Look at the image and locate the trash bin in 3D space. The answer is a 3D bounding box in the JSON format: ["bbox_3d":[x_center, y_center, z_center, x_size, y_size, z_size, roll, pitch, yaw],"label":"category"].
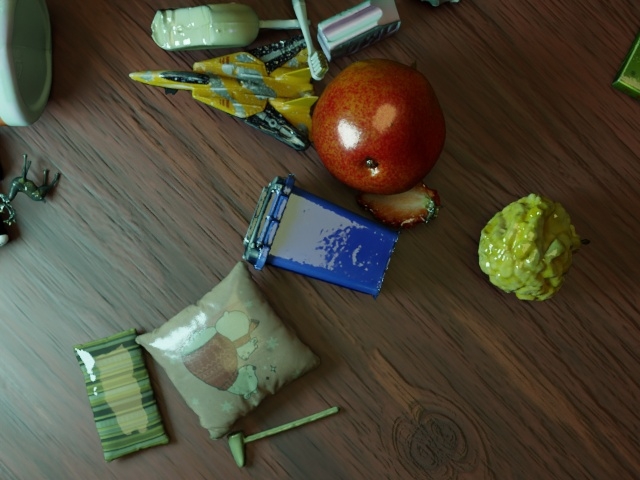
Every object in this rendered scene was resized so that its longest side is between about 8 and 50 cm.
[{"bbox_3d":[0.000,0.000,1.408,0.234,0.184,0.162,21,86,-4],"label":"trash bin"}]

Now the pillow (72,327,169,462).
[{"bbox_3d":[-0.334,0.258,1.444,0.113,0.038,0.203,-16,86,-5],"label":"pillow"}]

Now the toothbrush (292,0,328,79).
[{"bbox_3d":[-0.039,-0.421,1.471,0.025,0.030,0.342,2,62,-34],"label":"toothbrush"}]

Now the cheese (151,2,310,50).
[{"bbox_3d":[-0.153,-0.367,1.476,0.249,0.163,0.070,-13,103,-40],"label":"cheese"}]

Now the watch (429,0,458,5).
[{"bbox_3d":[0.173,-0.560,1.478,0.241,0.162,0.253,24,84,9],"label":"watch"}]

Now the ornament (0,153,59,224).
[{"bbox_3d":[-0.497,-0.078,1.451,0.073,0.028,0.125,36,55,-31],"label":"ornament"}]

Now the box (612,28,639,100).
[{"bbox_3d":[0.661,-0.371,1.515,0.173,0.043,0.311,28,85,1],"label":"box"}]

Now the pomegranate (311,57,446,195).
[{"bbox_3d":[0.101,-0.196,1.414,0.221,0.221,0.256,30,50,2],"label":"pomegranate"}]

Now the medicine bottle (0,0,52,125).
[{"bbox_3d":[-0.581,-0.312,1.387,0.241,0.252,0.252,1,85,0],"label":"medicine bottle"}]

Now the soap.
[{"bbox_3d":[0.070,-0.366,1.477,0.149,0.100,0.056,-26,88,-4],"label":"soap"}]

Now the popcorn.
[{"bbox_3d":[0.352,0.012,1.431,0.170,0.180,0.180,11,84,28],"label":"popcorn"}]

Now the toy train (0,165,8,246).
[{"bbox_3d":[-0.595,-0.070,1.449,0.131,0.083,0.204,-22,86,-5],"label":"toy train"}]

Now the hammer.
[{"bbox_3d":[-0.056,0.325,1.449,0.195,0.028,0.060,-18,90,-4],"label":"hammer"}]

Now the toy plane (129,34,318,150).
[{"bbox_3d":[-0.160,-0.258,1.454,0.316,0.103,0.204,1,83,-9],"label":"toy plane"}]

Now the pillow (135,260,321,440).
[{"bbox_3d":[-0.153,0.183,1.428,0.236,0.084,0.223,-35,92,-2],"label":"pillow"}]

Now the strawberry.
[{"bbox_3d":[0.136,-0.061,1.468,0.152,0.048,0.104,11,60,23],"label":"strawberry"}]
